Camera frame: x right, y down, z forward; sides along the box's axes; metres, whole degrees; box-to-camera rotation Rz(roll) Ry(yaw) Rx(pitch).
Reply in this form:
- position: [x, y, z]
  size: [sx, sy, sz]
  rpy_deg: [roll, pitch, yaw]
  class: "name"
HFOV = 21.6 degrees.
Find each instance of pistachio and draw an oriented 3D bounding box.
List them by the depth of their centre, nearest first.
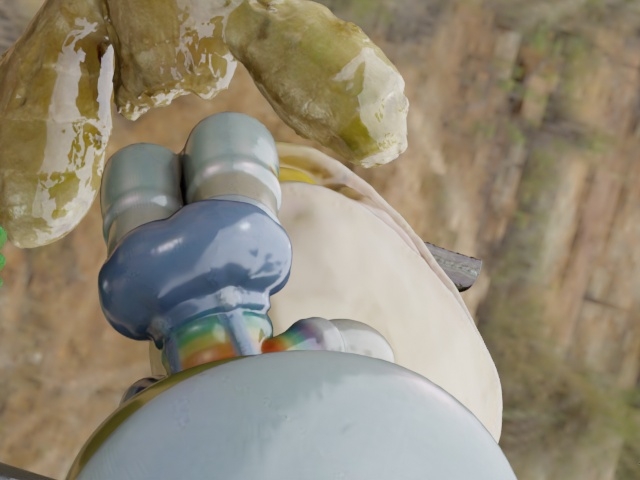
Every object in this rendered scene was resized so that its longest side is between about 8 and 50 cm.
- position: [0.000, 0.088, 1.138]
  size: [0.309, 0.230, 0.230]
  rpy_deg: [69, 28, -20]
  class: "pistachio"

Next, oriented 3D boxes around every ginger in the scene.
- position: [-0.128, -0.191, 1.261]
  size: [0.122, 0.363, 0.348]
  rpy_deg: [-5, 83, -57]
  class: "ginger"

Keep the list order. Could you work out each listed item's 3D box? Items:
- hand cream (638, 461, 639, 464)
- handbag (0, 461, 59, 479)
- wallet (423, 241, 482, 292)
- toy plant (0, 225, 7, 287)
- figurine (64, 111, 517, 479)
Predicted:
- position: [0.285, 0.167, 0.985]
  size: [0.078, 0.205, 0.050]
  rpy_deg: [11, -100, 65]
  class: "hand cream"
- position: [-0.241, 0.313, 1.198]
  size: [0.288, 0.152, 0.342]
  rpy_deg: [-60, 144, -2]
  class: "handbag"
- position: [0.000, 0.000, 1.401]
  size: [0.133, 0.243, 0.039]
  rpy_deg: [-13, -120, 68]
  class: "wallet"
- position: [-0.219, 0.005, 0.889]
  size: [0.240, 0.088, 0.154]
  rpy_deg: [-111, -176, -73]
  class: "toy plant"
- position: [-0.060, 0.085, 0.771]
  size: [0.224, 0.382, 0.205]
  rpy_deg: [-29, 136, -5]
  class: "figurine"
